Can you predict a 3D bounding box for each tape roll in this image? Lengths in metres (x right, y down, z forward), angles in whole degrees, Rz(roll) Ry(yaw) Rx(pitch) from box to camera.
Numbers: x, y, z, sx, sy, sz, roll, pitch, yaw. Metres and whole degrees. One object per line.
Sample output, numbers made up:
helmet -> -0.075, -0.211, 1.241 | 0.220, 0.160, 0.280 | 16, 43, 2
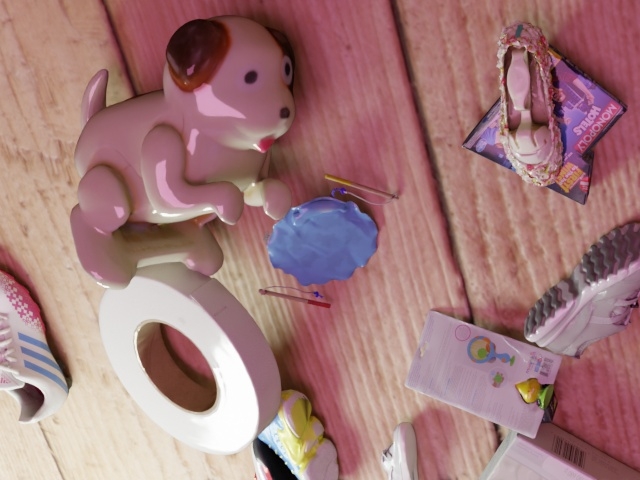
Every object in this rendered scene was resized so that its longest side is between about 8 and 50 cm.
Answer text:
tape roll -> -0.243, 0.214, 1.720 | 0.392, 0.072, 0.392 | 21, 129, 29

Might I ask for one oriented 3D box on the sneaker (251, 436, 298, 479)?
sneaker -> -0.104, 0.506, 1.849 | 0.145, 0.090, 0.270 | -22, 107, 27

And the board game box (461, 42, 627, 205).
board game box -> 0.340, -0.154, 1.356 | 0.194, 0.060, 0.194 | 39, 123, 1

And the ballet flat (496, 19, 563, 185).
ballet flat -> 0.278, -0.177, 1.290 | 0.091, 0.077, 0.241 | -5, 112, 25

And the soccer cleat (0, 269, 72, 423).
soccer cleat -> -0.616, 0.215, 1.894 | 0.116, 0.143, 0.331 | -17, 107, 29

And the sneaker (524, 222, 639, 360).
sneaker -> 0.437, 0.078, 1.422 | 0.115, 0.105, 0.281 | 32, 130, -13

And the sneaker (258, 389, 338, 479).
sneaker -> -0.050, 0.380, 1.782 | 0.126, 0.091, 0.240 | 2, 117, 42

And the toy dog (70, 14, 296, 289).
toy dog -> -0.192, -0.170, 1.483 | 0.408, 0.284, 0.395 | -42, 60, 34

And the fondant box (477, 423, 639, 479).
fondant box -> 0.373, 0.486, 1.620 | 0.238, 0.096, 0.330 | 29, 119, 8

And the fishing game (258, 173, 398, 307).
fishing game -> 0.000, 0.000, 1.557 | 0.189, 0.041, 0.264 | 12, 125, -22

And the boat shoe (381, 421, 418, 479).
boat shoe -> 0.141, 0.405, 1.718 | 0.063, 0.066, 0.184 | 5, 126, 20

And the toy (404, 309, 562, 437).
toy -> 0.269, 0.216, 1.546 | 0.237, 0.056, 0.137 | 18, 89, 34

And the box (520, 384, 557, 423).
box -> 0.341, 0.267, 1.559 | 0.083, 0.062, 0.052 | -12, 108, 27
